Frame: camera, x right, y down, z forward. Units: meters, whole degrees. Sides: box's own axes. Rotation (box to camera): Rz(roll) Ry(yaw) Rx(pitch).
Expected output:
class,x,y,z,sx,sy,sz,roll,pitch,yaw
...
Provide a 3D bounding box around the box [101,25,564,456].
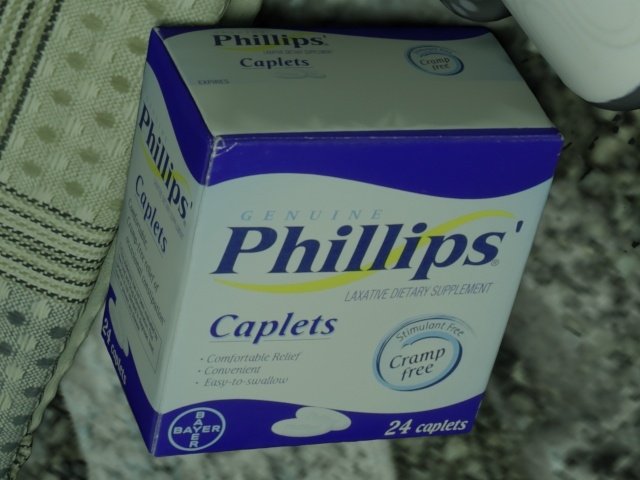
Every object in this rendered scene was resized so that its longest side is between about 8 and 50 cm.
class,x,y,z,sx,sy,sz,roll,pitch,yaw
box,0.000,0.000,0.683,0.126,0.072,0.137,-2,127,-21

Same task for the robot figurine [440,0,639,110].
class,x,y,z,sx,sy,sz,roll,pitch,yaw
robot figurine,0.091,-0.149,0.517,0.209,0.173,0.278,-38,93,11

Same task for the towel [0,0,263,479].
class,x,y,z,sx,sy,sz,roll,pitch,yaw
towel,-0.200,-0.079,0.731,0.312,0.056,0.324,28,127,-2
